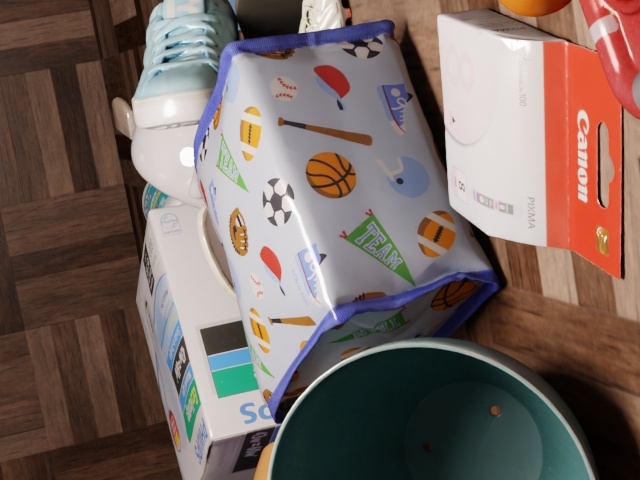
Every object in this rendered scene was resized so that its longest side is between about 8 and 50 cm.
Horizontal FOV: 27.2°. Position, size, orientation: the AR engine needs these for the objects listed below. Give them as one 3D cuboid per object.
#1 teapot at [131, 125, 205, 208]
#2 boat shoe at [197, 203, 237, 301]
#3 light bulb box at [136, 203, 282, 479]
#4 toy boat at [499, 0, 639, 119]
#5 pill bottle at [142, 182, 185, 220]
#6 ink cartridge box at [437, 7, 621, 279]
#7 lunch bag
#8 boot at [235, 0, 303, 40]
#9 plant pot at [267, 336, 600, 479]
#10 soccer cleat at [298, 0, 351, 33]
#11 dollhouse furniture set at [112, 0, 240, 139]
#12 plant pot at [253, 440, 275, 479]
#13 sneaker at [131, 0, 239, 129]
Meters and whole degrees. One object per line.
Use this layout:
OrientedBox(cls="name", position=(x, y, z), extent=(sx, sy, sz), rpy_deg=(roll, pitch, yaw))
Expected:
OrientedBox(cls="teapot", position=(-0.134, -0.159, 1.839), extent=(0.256, 0.252, 0.187), rpy_deg=(39, 117, 39))
OrientedBox(cls="boat shoe", position=(-0.036, 0.071, 1.721), extent=(0.324, 0.116, 0.097), rpy_deg=(56, 148, -5))
OrientedBox(cls="light bulb box", position=(-0.123, 0.167, 2.008), extent=(0.358, 0.225, 0.361), rpy_deg=(111, 144, -62))
OrientedBox(cls="toy boat", position=(0.178, -0.184, 0.851), extent=(0.151, 0.151, 0.231), rpy_deg=(123, 132, -68))
OrientedBox(cls="pill bottle", position=(-0.234, -0.057, 2.362), extent=(0.264, 0.146, 0.146), rpy_deg=(-143, 44, -67))
OrientedBox(cls="ink cartridge box", position=(0.172, -0.085, 1.125), extent=(0.232, 0.066, 0.189), rpy_deg=(-127, 30, -65))
OrientedBox(cls="lunch bag", position=(0.000, 0.000, 1.455), extent=(0.385, 0.239, 0.327), rpy_deg=(123, 133, -57))
OrientedBox(cls="boot", position=(-0.058, -0.314, 1.665), extent=(0.305, 0.112, 0.115), rpy_deg=(105, 160, -62))
OrientedBox(cls="plant pot", position=(0.120, 0.217, 1.210), extent=(0.195, 0.290, 0.290), rpy_deg=(-21, -80, -70))
OrientedBox(cls="soccer cleat", position=(-0.005, -0.230, 1.577), extent=(0.068, 0.076, 0.196), rpy_deg=(-134, 35, -61))
OrientedBox(cls="dollhouse furniture set", position=(-0.253, -0.342, 2.122), extent=(0.286, 0.198, 0.303), rpy_deg=(-148, 48, -68))
OrientedBox(cls="plant pot", position=(0.028, 0.350, 1.587), extent=(0.291, 0.291, 0.203), rpy_deg=(114, 157, -64))
OrientedBox(cls="sneaker", position=(-0.167, -0.234, 1.597), extent=(0.366, 0.135, 0.150), rpy_deg=(-98, -4, -71))
